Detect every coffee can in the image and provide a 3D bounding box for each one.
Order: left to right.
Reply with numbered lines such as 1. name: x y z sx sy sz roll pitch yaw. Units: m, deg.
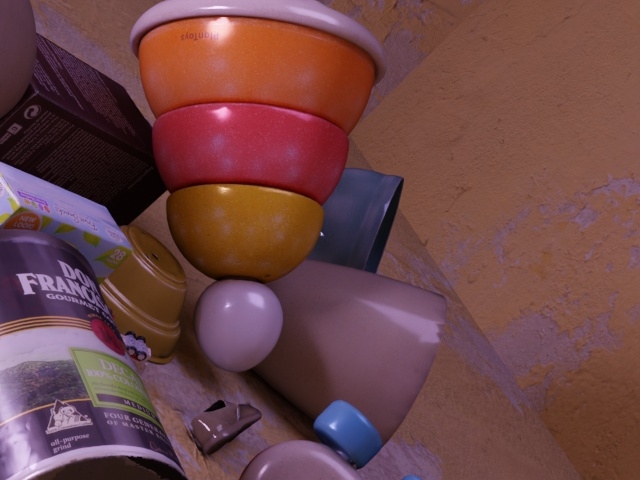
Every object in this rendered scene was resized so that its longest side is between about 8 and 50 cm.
1. coffee can: -0.241 0.153 1.250 0.201 0.201 0.275 34 17 -45

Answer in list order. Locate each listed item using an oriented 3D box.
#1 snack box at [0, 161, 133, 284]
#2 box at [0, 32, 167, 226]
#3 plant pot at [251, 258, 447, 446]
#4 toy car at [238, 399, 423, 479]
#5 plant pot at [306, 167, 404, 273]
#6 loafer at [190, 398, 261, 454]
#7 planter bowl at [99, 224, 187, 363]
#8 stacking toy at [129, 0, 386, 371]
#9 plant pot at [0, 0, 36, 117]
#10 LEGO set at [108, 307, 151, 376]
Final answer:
1. snack box: -0.306 0.036 1.402 0.070 0.207 0.174 52 14 29
2. box: -0.361 -0.161 2.004 0.191 0.143 0.381 54 12 26
3. plant pot: -0.001 0.132 2.134 0.274 0.256 0.256 27 15 -10
4. toy car: -0.010 0.322 1.626 0.210 0.219 0.238 46 -17 4
5. plant pot: 0.000 0.000 2.511 0.196 0.293 0.293 20 10 6
6. loafer: -0.115 0.217 1.827 0.050 0.056 0.148 53 12 5
7. planter bowl: -0.235 0.046 1.904 0.217 0.090 0.217 43 12 -12
8. stacking toy: -0.105 -0.063 2.002 0.350 0.350 0.480 27 66 -57
9. plant pot: -0.427 -0.223 1.675 0.284 0.284 0.191 52 11 26
10. LEGO set: -0.297 0.090 1.709 0.244 0.060 0.182 48 24 18
